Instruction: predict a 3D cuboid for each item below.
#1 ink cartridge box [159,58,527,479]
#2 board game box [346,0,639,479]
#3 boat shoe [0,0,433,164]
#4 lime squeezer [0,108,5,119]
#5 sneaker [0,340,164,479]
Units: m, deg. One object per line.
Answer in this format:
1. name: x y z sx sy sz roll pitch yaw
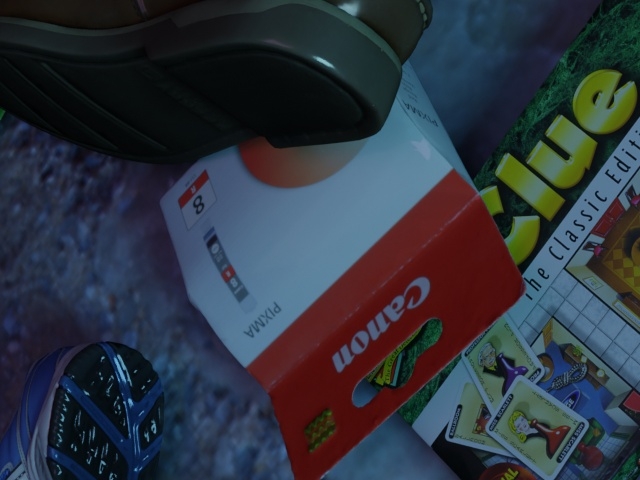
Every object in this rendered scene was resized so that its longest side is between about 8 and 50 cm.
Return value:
1. ink cartridge box: 0.000 0.000 0.643 0.145 0.045 0.179 -44 40 22
2. board game box: 0.127 -0.008 0.587 0.136 0.030 0.260 45 108 36
3. boat shoe: -0.065 -0.106 0.674 0.307 0.110 0.104 6 67 43
4. lime squeezer: -0.115 -0.123 0.772 0.310 0.059 0.110 -15 72 33
5. sneaker: -0.132 0.155 0.728 0.081 0.080 0.211 4 80 55
